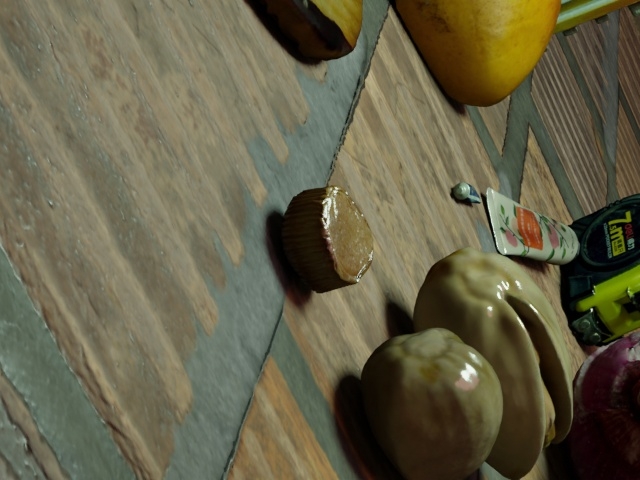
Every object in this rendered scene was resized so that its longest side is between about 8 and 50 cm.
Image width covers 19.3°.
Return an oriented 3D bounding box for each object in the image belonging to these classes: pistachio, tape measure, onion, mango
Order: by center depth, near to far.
[{"bbox_3d":[0.093,0.139,1.517,0.185,0.108,0.126,53,47,-59],"label":"pistachio"},{"bbox_3d":[0.154,0.107,1.687,0.144,0.144,0.215,-72,147,-62],"label":"pistachio"},{"bbox_3d":[0.338,0.226,2.038,0.349,0.159,0.267,39,24,-60],"label":"onion"},{"bbox_3d":[0.166,-0.303,2.090,0.201,0.199,0.350,-41,127,-40],"label":"mango"},{"bbox_3d":[0.399,0.032,2.377,0.112,0.186,0.199,48,26,-32],"label":"tape measure"}]

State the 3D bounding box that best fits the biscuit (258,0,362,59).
[{"bbox_3d":[-0.042,-0.312,1.700,0.318,0.040,0.317,-19,90,-73],"label":"biscuit"}]

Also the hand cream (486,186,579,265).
[{"bbox_3d":[0.249,-0.008,2.222,0.234,0.050,0.080,16,60,-61],"label":"hand cream"}]

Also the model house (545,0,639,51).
[{"bbox_3d":[0.319,-0.400,2.536,0.215,0.224,0.198,42,33,-56],"label":"model house"}]

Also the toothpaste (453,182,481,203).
[{"bbox_3d":[0.159,-0.052,2.041,0.027,0.019,0.083,55,12,10],"label":"toothpaste"}]

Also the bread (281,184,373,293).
[{"bbox_3d":[0.000,0.000,1.472,0.085,0.053,0.085,32,51,-52],"label":"bread"}]
